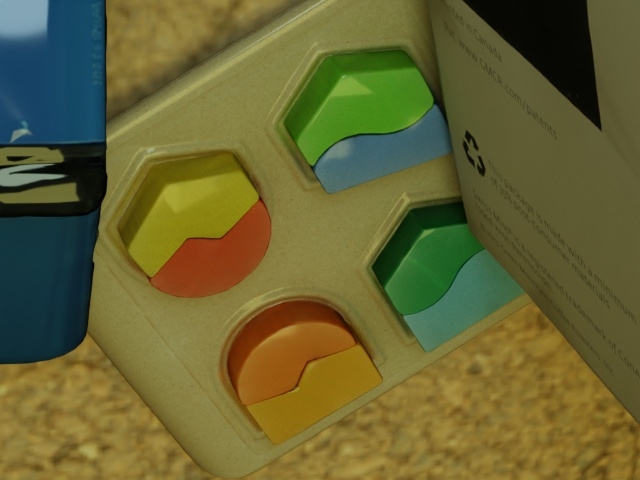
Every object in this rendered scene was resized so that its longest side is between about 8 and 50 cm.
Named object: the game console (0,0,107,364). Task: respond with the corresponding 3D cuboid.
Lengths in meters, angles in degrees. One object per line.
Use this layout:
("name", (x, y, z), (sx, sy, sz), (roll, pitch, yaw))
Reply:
("game console", (-0.222, -0.063, 0.598), (0.293, 0.173, 0.250), (-1, 97, -11))

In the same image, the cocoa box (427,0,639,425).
("cocoa box", (0.204, -0.042, 0.550), (0.228, 0.347, 0.231), (-23, 129, -11))

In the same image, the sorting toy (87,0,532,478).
("sorting toy", (0.000, 0.000, 0.727), (0.208, 0.038, 0.193), (-29, 129, 5))
